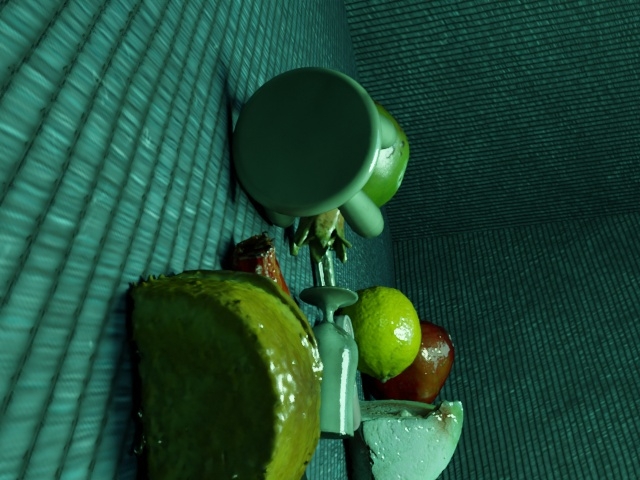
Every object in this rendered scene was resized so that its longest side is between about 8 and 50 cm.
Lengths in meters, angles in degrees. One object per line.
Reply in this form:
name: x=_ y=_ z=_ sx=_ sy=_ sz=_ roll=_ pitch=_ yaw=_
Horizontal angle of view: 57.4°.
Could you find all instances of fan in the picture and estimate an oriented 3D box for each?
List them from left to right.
fan: x=0.045 y=0.264 z=1.151 sx=0.130 sy=0.074 sz=0.245 roll=-72 pitch=154 yaw=-68

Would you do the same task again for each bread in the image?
bread: x=-0.072 y=0.131 z=0.483 sx=0.143 sy=0.139 sz=0.229 roll=9 pitch=73 yaw=-71

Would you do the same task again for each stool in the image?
stool: x=0.003 y=-0.109 z=0.814 sx=0.198 sy=0.195 sz=0.196 roll=36 pitch=62 yaw=-70

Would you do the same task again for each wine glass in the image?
wine glass: x=0.011 y=0.196 z=0.939 sx=0.103 sy=0.103 sz=0.231 roll=63 pitch=24 yaw=-61

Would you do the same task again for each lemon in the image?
lemon: x=0.134 y=0.209 z=1.347 sx=0.192 sy=0.192 sz=0.231 roll=63 pitch=20 yaw=-61

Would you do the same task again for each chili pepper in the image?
chili pepper: x=-0.069 y=0.059 z=0.707 sx=0.070 sy=0.073 sz=0.123 roll=-28 pitch=116 yaw=-33

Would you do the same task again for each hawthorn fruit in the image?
hawthorn fruit: x=0.245 y=0.373 z=1.690 sx=0.265 sy=0.264 sz=0.308 roll=7 pitch=87 yaw=-79

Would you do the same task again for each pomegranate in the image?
pomegranate: x=0.044 y=-0.118 z=1.008 sx=0.231 sy=0.230 sz=0.286 roll=70 pitch=22 yaw=-50

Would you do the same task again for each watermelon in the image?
watermelon: x=0.147 y=0.423 z=1.329 sx=0.214 sy=0.320 sz=0.289 roll=45 pitch=-2 yaw=-31

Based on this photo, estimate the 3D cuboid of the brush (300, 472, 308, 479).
brush: x=-0.017 y=0.418 z=0.877 sx=0.063 sy=0.016 sz=0.194 roll=-77 pitch=157 yaw=-60

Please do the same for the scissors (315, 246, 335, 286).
scissors: x=0.000 y=0.000 z=1.176 sx=0.138 sy=0.041 sz=0.290 roll=24 pitch=58 yaw=-83
